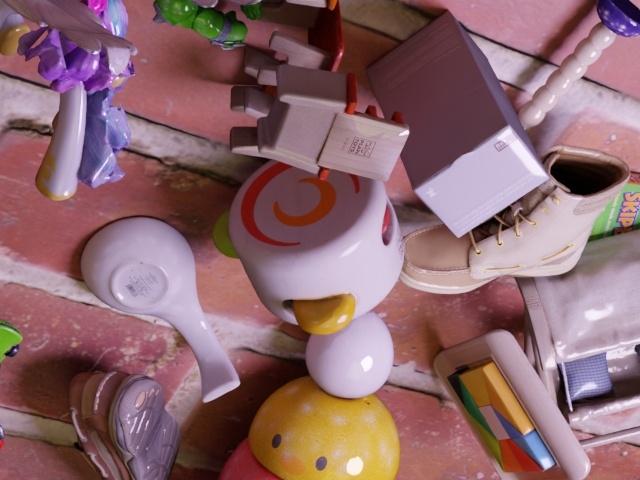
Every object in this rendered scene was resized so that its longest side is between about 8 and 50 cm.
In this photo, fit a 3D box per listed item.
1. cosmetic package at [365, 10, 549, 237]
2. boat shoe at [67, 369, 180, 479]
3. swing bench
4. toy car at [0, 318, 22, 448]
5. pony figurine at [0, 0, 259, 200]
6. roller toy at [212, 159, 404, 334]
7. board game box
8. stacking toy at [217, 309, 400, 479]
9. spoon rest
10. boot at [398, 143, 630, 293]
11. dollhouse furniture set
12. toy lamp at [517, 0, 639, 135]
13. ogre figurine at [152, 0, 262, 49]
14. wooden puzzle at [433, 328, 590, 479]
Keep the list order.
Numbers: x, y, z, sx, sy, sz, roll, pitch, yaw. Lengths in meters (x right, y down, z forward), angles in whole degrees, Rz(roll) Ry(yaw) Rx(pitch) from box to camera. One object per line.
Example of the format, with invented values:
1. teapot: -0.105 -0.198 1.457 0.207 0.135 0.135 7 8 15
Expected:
1. cosmetic package: 0.147 -0.132 1.605 0.127 0.238 0.107 -33 133 16
2. boat shoe: -0.268 0.265 1.962 0.116 0.123 0.324 17 144 14
3. swing bench: 0.398 0.127 1.918 0.253 0.165 0.255 -14 129 -1
4. toy car: -0.457 0.166 1.839 0.239 0.053 0.225 29 119 -36
5. pony figurine: -0.233 -0.227 1.364 0.302 0.351 0.363 -28 146 -44
6. roller toy: 0.000 0.000 1.715 0.191 0.209 0.146 -41 139 -17
7. board game box: 0.333 -0.042 1.888 0.259 0.039 0.124 9 130 -21
8. stacking toy: -0.008 0.302 1.987 0.350 0.350 0.480 3 113 -19
9. spoon rest: -0.195 0.080 1.832 0.137 0.084 0.276 -27 121 8
10. boot: 0.226 -0.026 1.749 0.261 0.095 0.203 -4 150 -18
11. dollhouse furniture set: 0.006 -0.178 1.507 0.135 0.259 0.262 12 130 -14
12. toy lamp: 0.269 -0.174 1.716 0.080 0.080 0.275 21 122 -31
13. ogre figurine: -0.109 -0.284 1.494 0.118 0.097 0.197 -10 153 -32
14. wooden puzzle: 0.243 0.233 1.940 0.044 0.221 0.238 -30 177 -20
